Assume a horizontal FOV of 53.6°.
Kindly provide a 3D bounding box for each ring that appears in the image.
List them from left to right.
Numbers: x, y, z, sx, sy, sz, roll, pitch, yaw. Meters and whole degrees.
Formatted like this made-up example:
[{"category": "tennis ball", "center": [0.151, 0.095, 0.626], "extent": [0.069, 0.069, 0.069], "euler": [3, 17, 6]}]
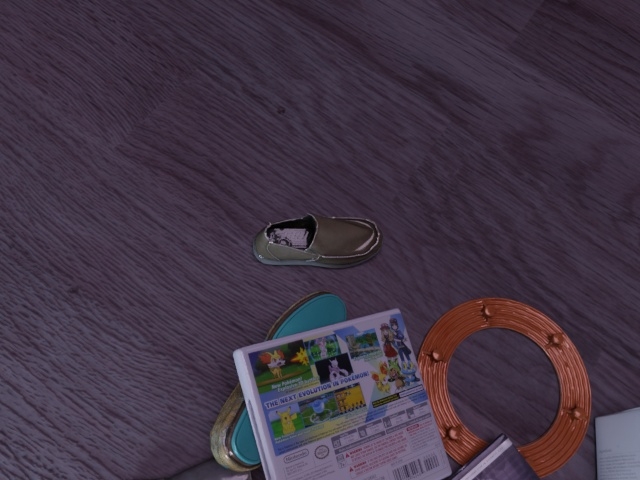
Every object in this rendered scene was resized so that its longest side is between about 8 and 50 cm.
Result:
[{"category": "ring", "center": [0.340, 0.264, 1.161], "extent": [0.337, 0.032, 0.336], "euler": [3, 69, -7]}]

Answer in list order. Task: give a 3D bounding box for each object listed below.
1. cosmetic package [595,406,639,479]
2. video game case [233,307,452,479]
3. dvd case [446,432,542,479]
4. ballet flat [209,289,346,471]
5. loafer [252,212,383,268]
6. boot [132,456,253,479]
[{"category": "cosmetic package", "center": [0.577, 0.392, 1.076], "extent": [0.151, 0.151, 0.183], "euler": [10, 68, -5]}, {"category": "video game case", "center": [0.044, 0.286, 1.031], "extent": [0.329, 0.036, 0.300], "euler": [-9, 76, -34]}, {"category": "dvd case", "center": [0.319, 0.466, 1.068], "extent": [0.164, 0.018, 0.221], "euler": [-37, 82, -10]}, {"category": "ballet flat", "center": [-0.075, 0.226, 1.072], "extent": [0.123, 0.123, 0.348], "euler": [30, 56, 5]}, {"category": "loafer", "center": [0.000, 0.000, 1.188], "extent": [0.251, 0.087, 0.094], "euler": [-6, 70, -10]}, {"category": "boot", "center": [-0.200, 0.443, 1.006], "extent": [0.208, 0.076, 0.189], "euler": [-6, 72, -17]}]
